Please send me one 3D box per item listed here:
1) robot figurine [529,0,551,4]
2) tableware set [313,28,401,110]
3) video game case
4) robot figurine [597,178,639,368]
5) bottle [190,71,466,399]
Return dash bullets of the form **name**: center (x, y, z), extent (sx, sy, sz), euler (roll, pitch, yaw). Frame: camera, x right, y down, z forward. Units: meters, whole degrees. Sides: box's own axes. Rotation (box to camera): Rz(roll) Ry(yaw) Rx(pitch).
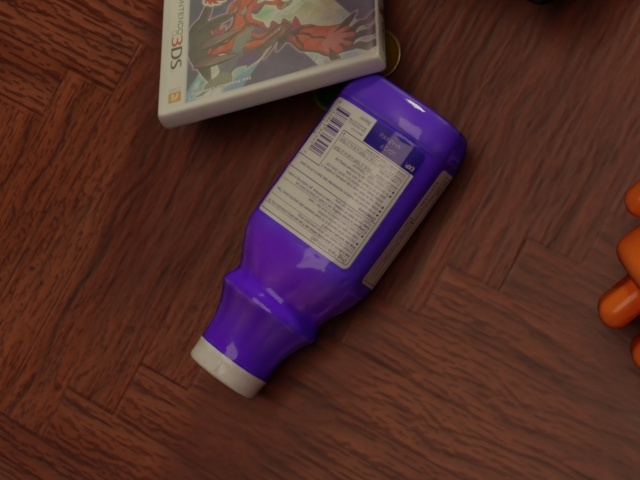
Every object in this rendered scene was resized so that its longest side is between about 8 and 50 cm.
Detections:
- **robot figurine**: center (0.151, -0.333, 1.619), extent (0.173, 0.209, 0.278), euler (-37, 71, 20)
- **tableware set**: center (0.034, -0.189, 1.707), extent (0.154, 0.024, 0.104), euler (-46, 71, 3)
- **video game case**: center (-0.043, -0.193, 1.689), extent (0.201, 0.023, 0.183), euler (-14, 51, 17)
- **robot figurine**: center (0.318, 0.013, 1.526), extent (0.219, 0.128, 0.158), euler (-38, 50, 8)
- **bottle**: center (0.000, 0.000, 1.642), extent (0.118, 0.092, 0.283), euler (36, 91, 25)
